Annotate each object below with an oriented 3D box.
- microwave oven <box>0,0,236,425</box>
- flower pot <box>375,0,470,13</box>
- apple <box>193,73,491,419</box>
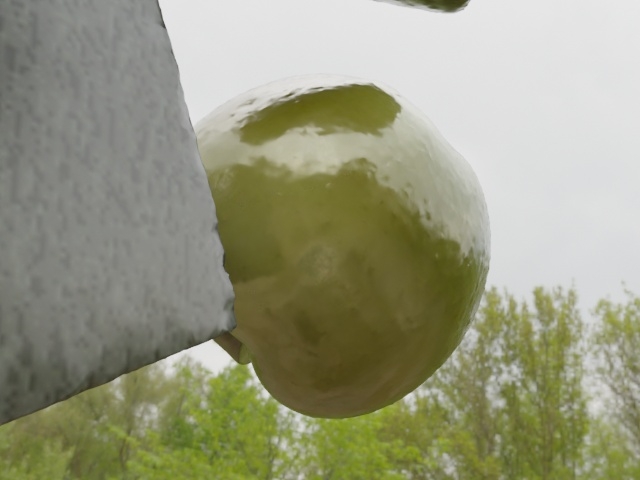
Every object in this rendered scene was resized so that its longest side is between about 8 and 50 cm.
[{"bbox_3d":[-0.290,-0.029,0.303,0.236,0.374,0.432,-13,3,38],"label":"microwave oven"},{"bbox_3d":[0.006,-0.344,0.588,0.330,0.293,0.293,21,-32,-2],"label":"flower pot"},{"bbox_3d":[0.000,0.000,0.628,0.292,0.254,0.292,38,-13,10],"label":"apple"}]
